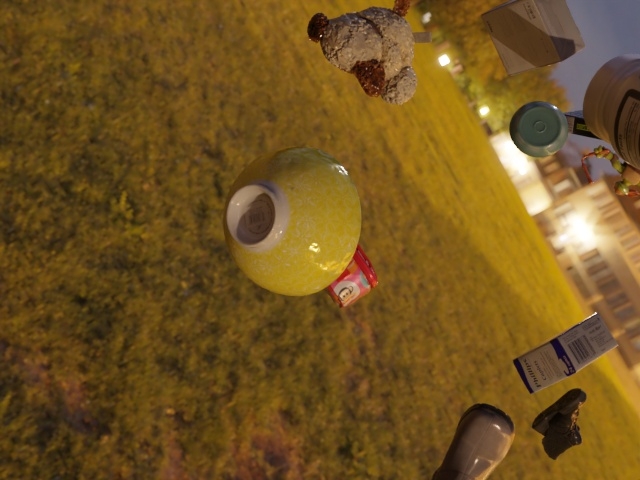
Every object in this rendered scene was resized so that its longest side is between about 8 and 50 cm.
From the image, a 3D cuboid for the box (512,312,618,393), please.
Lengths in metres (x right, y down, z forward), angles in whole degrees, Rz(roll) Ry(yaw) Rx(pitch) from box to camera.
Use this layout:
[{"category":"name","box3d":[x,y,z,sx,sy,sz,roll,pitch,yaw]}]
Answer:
[{"category":"box","box3d":[0.441,0.204,1.709,0.126,0.137,0.072,-22,77,-35]}]

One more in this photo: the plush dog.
[{"category":"plush dog","box3d":[0.096,-0.423,2.030,0.262,0.211,0.225,41,39,15]}]

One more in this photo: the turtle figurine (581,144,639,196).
[{"category":"turtle figurine","box3d":[0.815,-0.181,2.374,0.269,0.217,0.087,43,27,16]}]

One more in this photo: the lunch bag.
[{"category":"lunch bag","box3d":[0.000,0.000,1.960,0.293,0.120,0.258,56,-1,2]}]

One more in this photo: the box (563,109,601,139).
[{"category":"box","box3d":[0.645,-0.254,2.077,0.184,0.190,0.045,-10,111,-41]}]

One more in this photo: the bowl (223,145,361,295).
[{"category":"bowl","box3d":[-0.085,-0.042,1.762,0.156,0.289,0.290,6,55,-57]}]

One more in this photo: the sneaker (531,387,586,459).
[{"category":"sneaker","box3d":[0.467,0.349,1.785,0.089,0.170,0.051,39,42,-1]}]

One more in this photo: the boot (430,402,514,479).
[{"category":"boot","box3d":[0.278,0.501,1.882,0.118,0.338,0.223,23,38,11]}]

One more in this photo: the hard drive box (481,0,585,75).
[{"category":"hard drive box","box3d":[0.531,-0.528,2.379,0.181,0.089,0.232,62,-20,-12]}]

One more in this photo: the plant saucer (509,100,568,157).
[{"category":"plant saucer","box3d":[0.446,-0.229,1.923,0.119,0.119,0.021,64,2,11]}]

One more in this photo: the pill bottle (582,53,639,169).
[{"category":"pill bottle","box3d":[0.646,-0.203,1.671,0.210,0.210,0.363,53,-3,-35]}]
